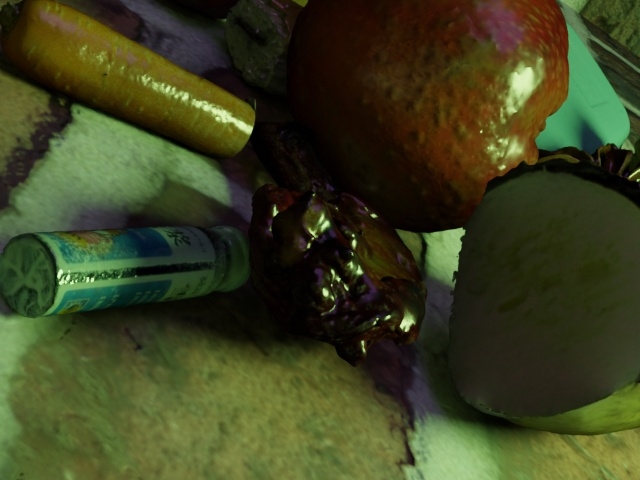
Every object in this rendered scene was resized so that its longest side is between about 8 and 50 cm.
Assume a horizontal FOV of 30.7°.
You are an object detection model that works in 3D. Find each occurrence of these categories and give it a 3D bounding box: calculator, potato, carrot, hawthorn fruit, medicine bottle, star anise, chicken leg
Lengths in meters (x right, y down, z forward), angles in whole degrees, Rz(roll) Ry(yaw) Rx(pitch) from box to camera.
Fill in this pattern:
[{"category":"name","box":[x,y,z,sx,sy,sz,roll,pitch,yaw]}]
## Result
[{"category":"calculator","box":[0.306,-0.206,1.594,0.386,0.054,0.256,-22,78,-52]},{"category":"potato","box":[0.242,0.070,0.959,0.266,0.229,0.229,28,23,-46]},{"category":"carrot","box":[-0.156,-0.131,0.941,0.225,0.067,0.067,22,27,-33]},{"category":"hawthorn fruit","box":[0.094,-0.158,1.100,0.300,0.275,0.275,48,25,14]},{"category":"medicine bottle","box":[-0.116,0.017,0.741,0.051,0.051,0.191,47,24,22]},{"category":"star anise","box":[0.325,-0.036,1.359,0.220,0.126,0.190,2,22,-18]},{"category":"chicken leg","box":[0.000,0.000,0.871,0.158,0.096,0.407,47,10,-18]}]

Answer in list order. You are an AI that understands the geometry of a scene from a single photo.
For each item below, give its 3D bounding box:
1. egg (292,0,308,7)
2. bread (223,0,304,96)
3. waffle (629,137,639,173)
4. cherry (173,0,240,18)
[{"category":"egg","box":[-0.026,-0.406,1.407,0.322,0.250,0.250,28,24,-36]},{"category":"bread","box":[-0.037,-0.204,1.222,0.106,0.082,0.125,7,34,-39]},{"category":"waffle","box":[0.447,-0.048,1.475,0.054,0.204,0.223,-8,38,-9]},{"category":"cherry","box":[-0.124,-0.289,1.247,0.106,0.087,0.126,11,0,15]}]
